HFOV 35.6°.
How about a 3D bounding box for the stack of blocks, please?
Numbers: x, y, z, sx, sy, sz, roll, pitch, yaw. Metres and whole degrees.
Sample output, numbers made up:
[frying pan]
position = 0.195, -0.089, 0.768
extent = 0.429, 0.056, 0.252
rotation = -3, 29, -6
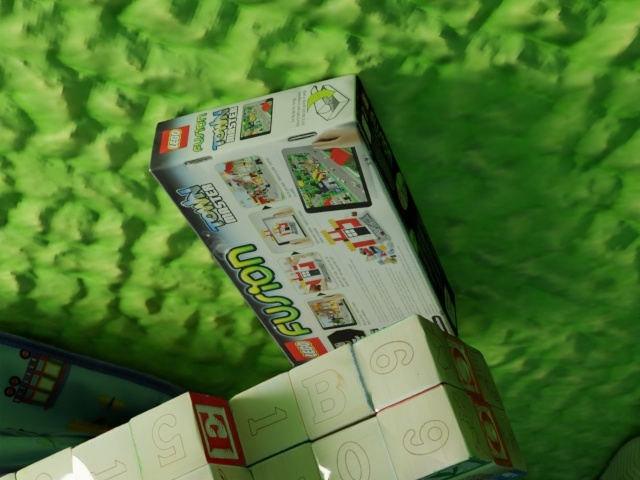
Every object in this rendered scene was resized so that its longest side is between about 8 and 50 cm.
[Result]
[stack of blocks]
position = -0.043, 0.149, 0.611
extent = 0.297, 0.087, 0.171
rotation = -26, 156, 17

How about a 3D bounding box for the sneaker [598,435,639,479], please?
[sneaker]
position = 0.303, 0.251, 0.822
extent = 0.148, 0.131, 0.350
rotation = 7, 152, -4

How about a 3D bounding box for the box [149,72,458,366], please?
[box]
position = 0.000, 0.000, 0.575
extent = 0.114, 0.036, 0.207
rotation = -11, 141, 16

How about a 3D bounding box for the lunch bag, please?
[lunch bag]
position = -0.228, 0.163, 0.751
extent = 0.293, 0.138, 0.221
rotation = 10, 142, -32
